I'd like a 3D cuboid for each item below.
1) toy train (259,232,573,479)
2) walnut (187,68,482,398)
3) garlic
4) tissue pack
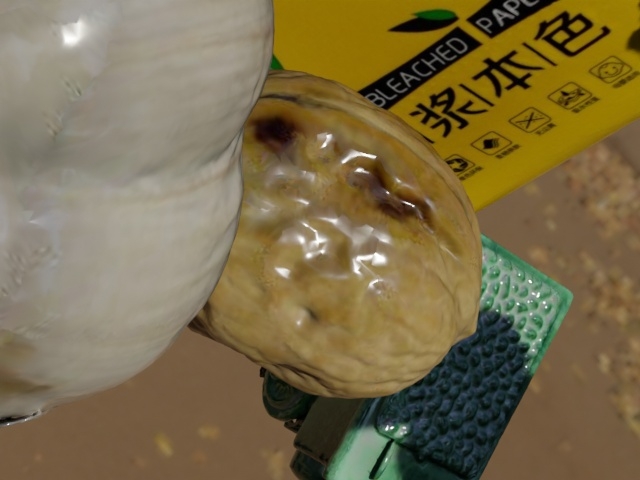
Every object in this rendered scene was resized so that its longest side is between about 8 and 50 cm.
[{"bbox_3d":[0.066,0.096,1.479,0.145,0.266,0.202,31,-5,-29],"label":"toy train"},{"bbox_3d":[0.000,0.000,0.894,0.184,0.155,0.155,29,29,-3],"label":"walnut"},{"bbox_3d":[-0.164,-0.084,0.680,0.322,0.322,0.241,47,6,-2],"label":"garlic"},{"bbox_3d":[0.088,-0.190,1.194,0.293,0.382,0.228,29,47,-33],"label":"tissue pack"}]
